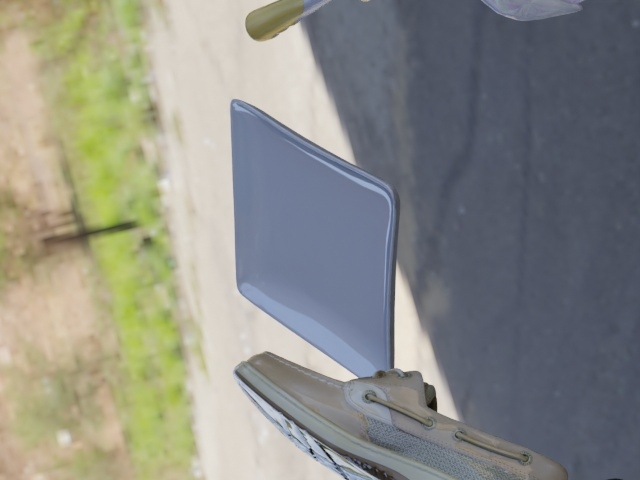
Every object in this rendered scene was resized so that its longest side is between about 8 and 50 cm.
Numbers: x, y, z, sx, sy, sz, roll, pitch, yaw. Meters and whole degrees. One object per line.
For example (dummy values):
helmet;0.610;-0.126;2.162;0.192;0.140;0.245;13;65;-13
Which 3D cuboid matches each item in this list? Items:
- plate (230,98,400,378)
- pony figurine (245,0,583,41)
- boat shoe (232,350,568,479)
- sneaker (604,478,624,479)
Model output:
plate;0.000;0.000;1.850;0.278;0.045;0.277;32;134;39
pony figurine;0.121;-0.357;1.867;0.363;0.351;0.302;-14;100;50
boat shoe;0.064;0.162;1.376;0.302;0.098;0.109;26;162;25
sneaker;0.190;0.192;0.940;0.228;0.086;0.132;-46;-66;-83
